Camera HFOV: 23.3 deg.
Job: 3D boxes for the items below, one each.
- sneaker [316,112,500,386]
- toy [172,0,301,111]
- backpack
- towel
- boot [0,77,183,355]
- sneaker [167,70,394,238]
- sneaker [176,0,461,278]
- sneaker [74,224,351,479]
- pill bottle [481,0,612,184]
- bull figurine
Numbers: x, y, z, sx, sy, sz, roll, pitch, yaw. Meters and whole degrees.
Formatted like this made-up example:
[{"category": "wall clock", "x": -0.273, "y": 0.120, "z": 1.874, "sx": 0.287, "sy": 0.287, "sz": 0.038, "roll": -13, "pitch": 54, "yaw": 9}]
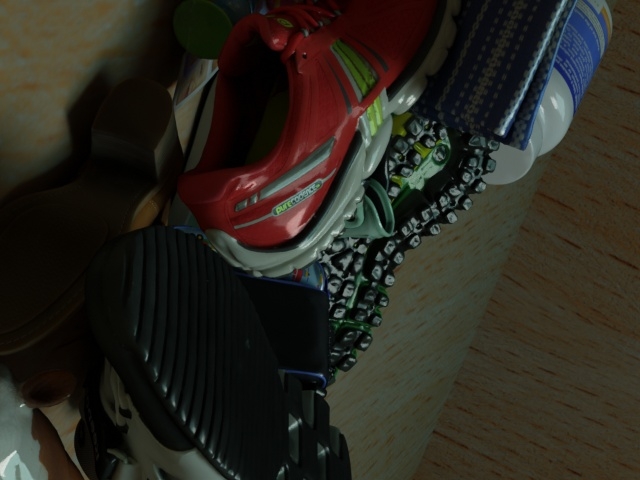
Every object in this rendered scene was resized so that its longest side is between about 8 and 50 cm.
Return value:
[{"category": "sneaker", "x": 0.000, "y": 0.000, "z": 1.313, "sx": 0.343, "sy": 0.146, "sz": 0.134, "roll": -48, "pitch": 127, "yaw": -5}, {"category": "toy", "x": -0.021, "y": -0.188, "z": 1.050, "sx": 0.237, "sy": 0.056, "sz": 0.137, "roll": -51, "pitch": 162, "yaw": -48}, {"category": "backpack", "x": -0.085, "y": 0.082, "z": 1.093, "sx": 0.173, "sy": 0.158, "sz": 0.117, "roll": 128, "pitch": -31, "yaw": -56}, {"category": "towel", "x": 0.092, "y": -0.201, "z": 1.064, "sx": 0.336, "sy": 0.040, "sz": 0.243, "roll": 30, "pitch": -83, "yaw": 60}, {"category": "boot", "x": -0.138, "y": 0.014, "z": 0.929, "sx": 0.197, "sy": 0.073, "sz": 0.152, "roll": -56, "pitch": 168, "yaw": -27}, {"category": "sneaker", "x": -0.032, "y": 0.001, "z": 1.141, "sx": 0.094, "sy": 0.151, "sz": 0.256, "roll": -47, "pitch": 159, "yaw": -58}, {"category": "sneaker", "x": -0.001, "y": -0.114, "z": 0.962, "sx": 0.118, "sy": 0.107, "sz": 0.279, "roll": 44, "pitch": 60, "yaw": -41}, {"category": "sneaker", "x": -0.092, "y": 0.107, "z": 0.907, "sx": 0.330, "sy": 0.146, "sz": 0.122, "roll": 63, "pitch": 26, "yaw": -54}, {"category": "pill bottle", "x": 0.236, "y": -0.192, "z": 1.827, "sx": 0.152, "sy": 0.152, "sz": 0.272, "roll": 101, "pitch": 15, "yaw": -46}, {"category": "bull figurine", "x": -0.181, "y": 0.200, "z": 0.915, "sx": 0.310, "sy": 0.101, "sz": 0.188, "roll": 104, "pitch": -22, "yaw": -61}]
